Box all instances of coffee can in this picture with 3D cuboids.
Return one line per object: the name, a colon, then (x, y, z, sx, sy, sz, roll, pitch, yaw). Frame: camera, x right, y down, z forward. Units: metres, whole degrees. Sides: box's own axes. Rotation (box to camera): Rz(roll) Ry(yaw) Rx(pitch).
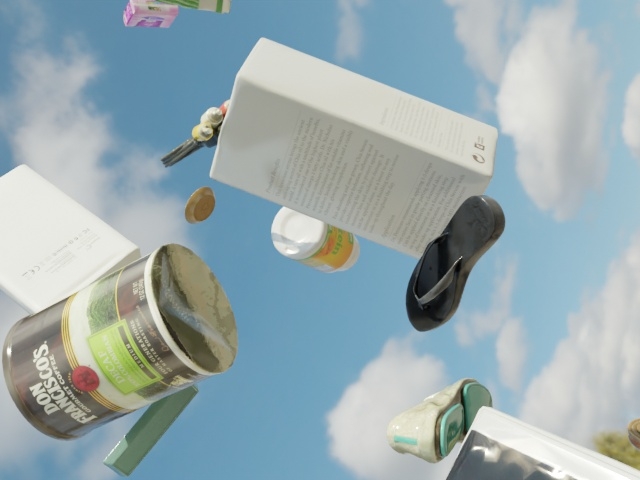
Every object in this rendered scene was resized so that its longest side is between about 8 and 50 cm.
coffee can: (-0.290, 0.150, 1.197, 0.201, 0.275, 0.201, 52, -158, -31)

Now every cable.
cable: (-0.243, -0.227, 1.674, 0.139, 0.287, 0.072, -48, -68, -29)

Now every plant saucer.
plant saucer: (-0.273, 0.303, 1.345, 0.192, 0.018, 0.067, -51, -35, -19)
plant saucer: (-0.238, -0.068, 1.647, 0.083, 0.015, 0.083, -39, -34, -34)

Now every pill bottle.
pill bottle: (0.000, 0.000, 1.915, 0.245, 0.136, 0.136, 27, -105, -61)

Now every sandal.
sandal: (0.183, 0.034, 1.223, 0.054, 0.097, 0.254, -6, -45, -35)

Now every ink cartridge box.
ink cartridge box: (0.206, 0.196, 0.421, 0.332, 0.165, 0.065, 40, -106, -40)

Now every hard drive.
hard drive: (-0.492, 0.002, 1.415, 0.203, 0.307, 0.040, -42, -27, -32)

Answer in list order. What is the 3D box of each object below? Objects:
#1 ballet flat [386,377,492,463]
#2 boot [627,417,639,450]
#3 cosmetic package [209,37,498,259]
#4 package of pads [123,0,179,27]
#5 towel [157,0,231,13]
ballet flat: (0.102, 0.147, 0.692, 0.168, 0.052, 0.057, 7, -98, -64)
boot: (0.670, 0.451, 1.505, 0.109, 0.283, 0.220, -78, 3, -59)
cosmetic package: (0.057, -0.153, 1.450, 0.161, 0.453, 0.230, -70, 2, -49)
package of pads: (-0.285, -0.381, 1.372, 0.083, 0.050, 0.032, -8, -104, -33)
towel: (-0.274, -0.441, 1.123, 0.248, 0.325, 0.038, 106, 169, -50)
